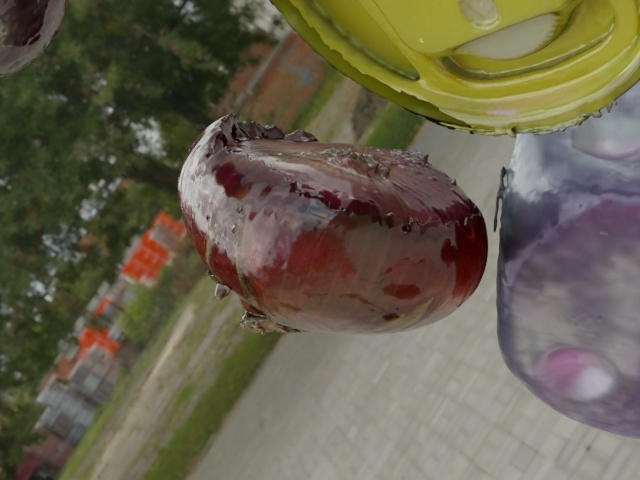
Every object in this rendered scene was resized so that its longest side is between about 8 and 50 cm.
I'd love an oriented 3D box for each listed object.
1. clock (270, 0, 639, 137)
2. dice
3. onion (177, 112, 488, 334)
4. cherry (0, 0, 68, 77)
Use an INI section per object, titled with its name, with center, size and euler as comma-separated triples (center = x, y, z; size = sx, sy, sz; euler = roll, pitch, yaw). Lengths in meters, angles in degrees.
[clock]
center = 0.074, -0.190, 0.573
size = 0.277, 0.293, 0.071
euler = -5, 40, 44
[dice]
center = 0.305, -0.004, 0.885
size = 0.270, 0.271, 0.270
euler = -61, -27, -46
[onion]
center = 0.006, -0.010, 0.795
size = 0.248, 0.248, 0.161
euler = -67, -9, -56
[cherry]
center = -0.252, -0.194, 0.646
size = 0.195, 0.195, 0.195
euler = -55, 7, 11
